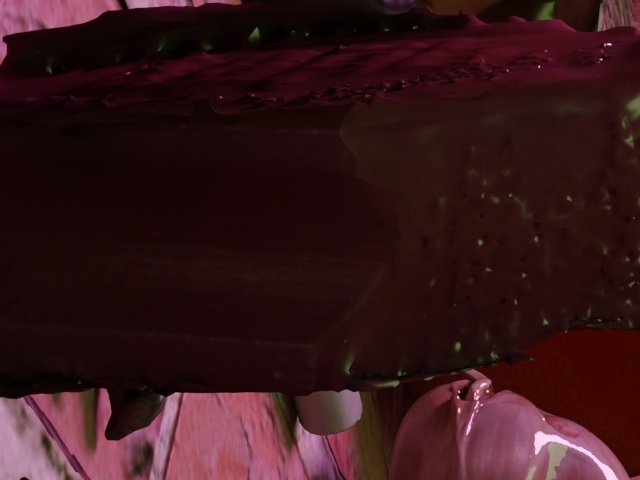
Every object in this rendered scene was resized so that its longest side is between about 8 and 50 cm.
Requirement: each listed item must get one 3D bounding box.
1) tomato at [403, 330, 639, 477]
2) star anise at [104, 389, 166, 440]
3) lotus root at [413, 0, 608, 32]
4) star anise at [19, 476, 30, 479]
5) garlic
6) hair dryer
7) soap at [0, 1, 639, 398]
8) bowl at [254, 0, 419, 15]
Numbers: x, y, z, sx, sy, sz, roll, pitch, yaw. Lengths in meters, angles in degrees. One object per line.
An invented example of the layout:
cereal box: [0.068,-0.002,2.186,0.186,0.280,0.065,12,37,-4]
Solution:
tomato: [0.197,0.010,1.405,0.341,0.272,0.341,-51,-159,28]
star anise: [-0.079,0.017,0.821,0.141,0.042,0.141,-1,90,-77]
lotus root: [0.073,-0.136,1.128,0.199,0.188,0.180,-55,173,1]
star anise: [-0.094,0.196,0.622,0.272,0.102,0.272,-2,90,-79]
garlic: [0.068,0.156,1.172,0.257,0.207,0.207,53,15,4]
hair dryer: [0.001,0.005,1.139,0.183,0.044,0.155,-79,163,-49]
soap: [0.001,-0.016,0.640,0.182,0.289,0.112,-55,144,-66]
bowl: [-0.070,-0.245,0.602,0.354,0.185,0.354,-2,90,-76]
